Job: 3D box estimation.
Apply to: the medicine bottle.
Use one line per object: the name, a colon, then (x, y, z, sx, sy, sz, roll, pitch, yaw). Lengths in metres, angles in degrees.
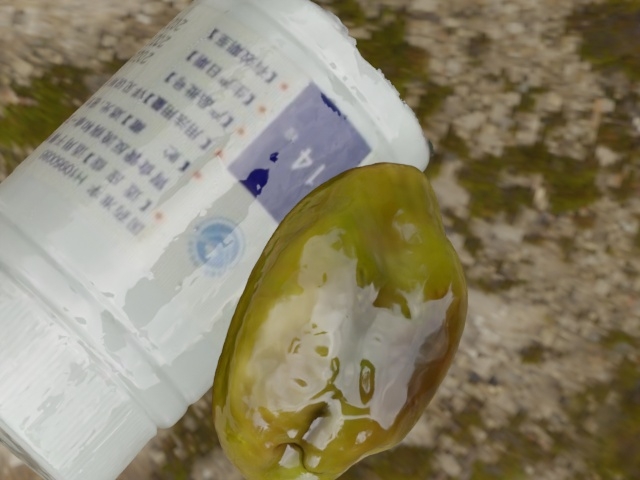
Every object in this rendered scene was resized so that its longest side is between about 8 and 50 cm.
medicine bottle: (-0.107, -0.002, 1.211, 0.332, 0.190, 0.190, -45, 105, -10)

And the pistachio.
pistachio: (0.010, 0.043, 0.979, 0.110, 0.100, 0.189, 39, 80, -43)
